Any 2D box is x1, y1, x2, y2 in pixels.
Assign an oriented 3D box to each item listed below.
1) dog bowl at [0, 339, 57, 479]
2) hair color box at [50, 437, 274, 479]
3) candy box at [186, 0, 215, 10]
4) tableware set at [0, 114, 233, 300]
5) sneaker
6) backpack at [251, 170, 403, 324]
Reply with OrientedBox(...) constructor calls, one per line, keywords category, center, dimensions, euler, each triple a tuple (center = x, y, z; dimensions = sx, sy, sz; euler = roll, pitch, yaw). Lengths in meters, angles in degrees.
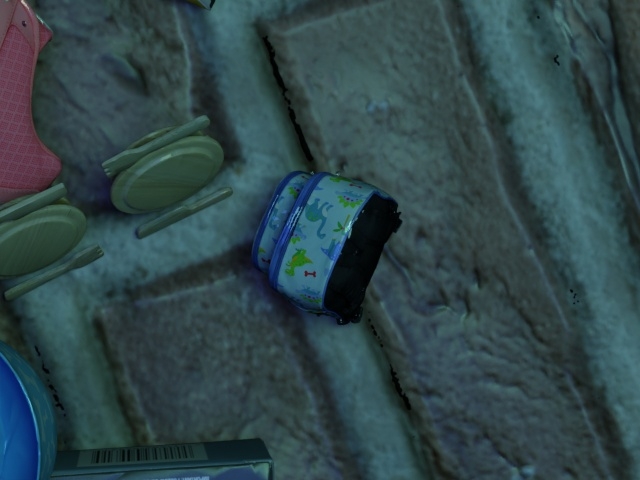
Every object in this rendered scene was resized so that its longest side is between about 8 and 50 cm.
OrientedBox(category="dog bowl", center=(-0.295, 0.156, 0.948), dimensions=(0.297, 0.074, 0.166), euler=(-29, 85, 11))
OrientedBox(category="hair color box", center=(-0.119, 0.339, 1.077), dimensions=(0.185, 0.113, 0.374), euler=(-3, 91, -6))
OrientedBox(category="candy box", center=(-0.113, -0.267, 1.009), dimensions=(0.159, 0.233, 0.071), euler=(21, 63, -7))
OrientedBox(category="tableware set", center=(-0.162, -0.034, 1.072), dimensions=(0.194, 0.128, 0.039), euler=(-26, 67, -6))
OrientedBox(category="sneaker", center=(-0.264, -0.164, 1.069), dimensions=(0.136, 0.116, 0.314), euler=(-13, 99, -17))
OrientedBox(category="backpack", center=(0.000, 0.000, 1.088), dimensions=(0.084, 0.114, 0.105), euler=(23, 89, 13))
